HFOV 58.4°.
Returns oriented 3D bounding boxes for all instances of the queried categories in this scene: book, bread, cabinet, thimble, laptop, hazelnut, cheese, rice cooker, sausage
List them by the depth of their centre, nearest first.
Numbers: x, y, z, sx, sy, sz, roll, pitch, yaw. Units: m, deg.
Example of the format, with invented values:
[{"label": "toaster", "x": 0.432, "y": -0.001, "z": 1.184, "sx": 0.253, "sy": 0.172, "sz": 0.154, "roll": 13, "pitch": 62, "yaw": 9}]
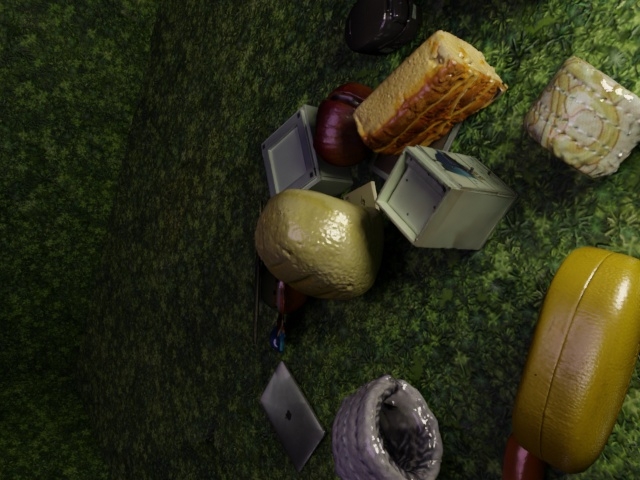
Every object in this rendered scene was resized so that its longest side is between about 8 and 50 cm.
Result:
[{"label": "thimble", "x": 0.450, "y": -0.201, "z": 0.958, "sx": 0.190, "sy": 0.137, "sz": 0.143, "roll": 45, "pitch": 121, "yaw": 25}, {"label": "sausage", "x": 0.373, "y": 0.452, "z": 1.056, "sx": 0.076, "sy": 0.076, "sz": 0.197, "roll": 6, "pitch": 93, "yaw": 50}, {"label": "cabinet", "x": 0.248, "y": -0.084, "z": 1.134, "sx": 0.145, "sy": 0.206, "sz": 0.150, "roll": 53, "pitch": 127, "yaw": 38}, {"label": "bread", "x": 0.215, "y": -0.282, "z": 1.182, "sx": 0.275, "sy": 0.185, "sz": 0.114, "roll": -36, "pitch": 57, "yaw": 42}, {"label": "thimble", "x": 0.137, "y": 0.429, "z": 1.233, "sx": 0.157, "sy": 0.217, "sz": 0.245, "roll": -41, "pitch": 44, "yaw": 40}, {"label": "rice cooker", "x": 0.146, "y": -0.516, "z": 1.353, "sx": 0.203, "sy": 0.118, "sz": 0.142, "roll": -5, "pitch": 84, "yaw": 51}, {"label": "bread", "x": -0.002, "y": 0.011, "z": 1.361, "sx": 0.321, "sy": 0.321, "sz": 0.237, "roll": -7, "pitch": 67, "yaw": 50}, {"label": "hazelnut", "x": 0.073, "y": -0.273, "z": 1.387, "sx": 0.178, "sy": 0.178, "sz": 0.204, "roll": 9, "pitch": 63, "yaw": 50}, {"label": "book", "x": 0.104, "y": -0.096, "z": 1.460, "sx": 0.111, "sy": 0.014, "sz": 0.077, "roll": -24, "pitch": 71, "yaw": 48}, {"label": "cheese", "x": -0.105, "y": 0.154, "z": 1.600, "sx": 0.217, "sy": 0.129, "sz": 0.329, "roll": -97, "pitch": 12, "yaw": -65}, {"label": "laptop", "x": -0.087, "y": 0.505, "z": 1.653, "sx": 0.269, "sy": 0.015, "sz": 0.187, "roll": 52, "pitch": 126, "yaw": 38}]

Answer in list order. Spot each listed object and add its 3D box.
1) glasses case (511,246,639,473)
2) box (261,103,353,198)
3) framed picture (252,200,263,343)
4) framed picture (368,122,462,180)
[{"label": "glasses case", "x": 0.427, "y": 0.200, "z": 0.927, "sx": 0.141, "sy": 0.173, "sz": 0.371, "roll": 22, "pitch": 104, "yaw": 45}, {"label": "box", "x": -0.049, "y": -0.212, "z": 1.571, "sx": 0.225, "sy": 0.118, "sz": 0.224, "roll": -32, "pitch": 64, "yaw": 45}, {"label": "framed picture", "x": -0.175, "y": 0.080, "z": 1.608, "sx": 0.347, "sy": 0.016, "sz": 0.264, "roll": -98, "pitch": 11, "yaw": -59}, {"label": "framed picture", "x": 0.226, "y": -0.246, "z": 1.321, "sx": 0.217, "sy": 0.017, "sz": 0.274, "roll": 45, "pitch": 121, "yaw": 42}]
